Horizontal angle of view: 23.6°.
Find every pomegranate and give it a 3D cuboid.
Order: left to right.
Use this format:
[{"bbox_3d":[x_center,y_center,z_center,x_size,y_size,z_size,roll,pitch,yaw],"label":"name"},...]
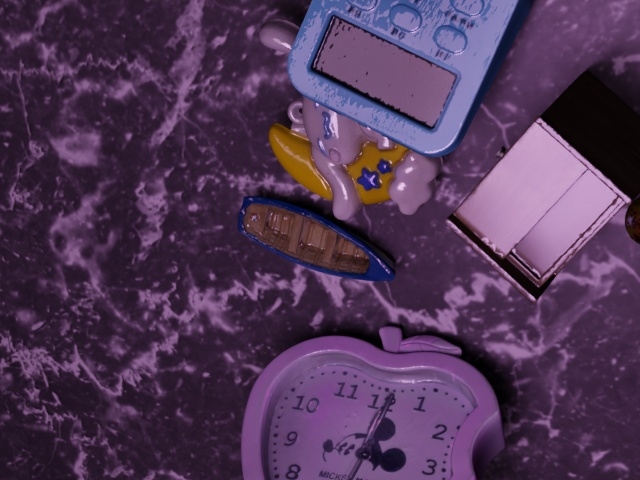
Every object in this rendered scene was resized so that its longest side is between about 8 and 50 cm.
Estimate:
[{"bbox_3d":[0.391,-0.018,1.810,0.073,0.073,0.084,37,136,7],"label":"pomegranate"}]

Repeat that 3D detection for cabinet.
[{"bbox_3d":[0.272,-0.068,1.756,0.148,0.215,0.175,42,121,4],"label":"cabinet"}]

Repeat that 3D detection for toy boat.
[{"bbox_3d":[0.000,0.000,2.007,0.229,0.046,0.080,21,116,16],"label":"toy boat"}]

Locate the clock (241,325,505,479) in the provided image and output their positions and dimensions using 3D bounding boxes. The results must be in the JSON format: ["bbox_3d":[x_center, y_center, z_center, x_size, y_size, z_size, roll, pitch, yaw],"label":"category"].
[{"bbox_3d":[0.062,0.264,1.958,0.339,0.338,0.102,9,146,21],"label":"clock"}]

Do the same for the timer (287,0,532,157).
[{"bbox_3d":[0.099,-0.246,1.784,0.232,0.091,0.250,26,95,12],"label":"timer"}]

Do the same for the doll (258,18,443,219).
[{"bbox_3d":[0.039,-0.144,1.894,0.237,0.111,0.252,8,118,23],"label":"doll"}]
